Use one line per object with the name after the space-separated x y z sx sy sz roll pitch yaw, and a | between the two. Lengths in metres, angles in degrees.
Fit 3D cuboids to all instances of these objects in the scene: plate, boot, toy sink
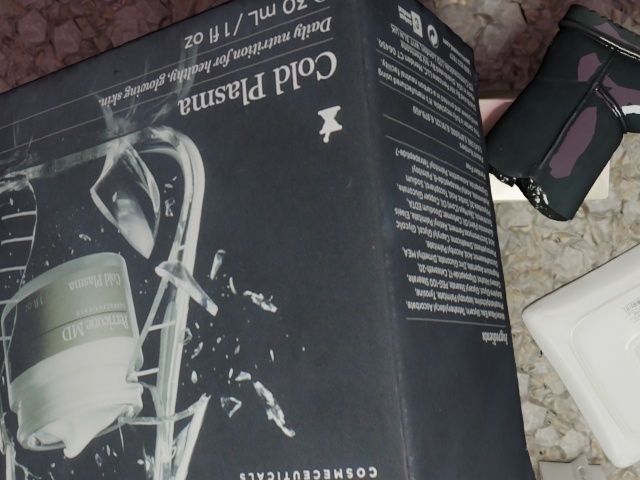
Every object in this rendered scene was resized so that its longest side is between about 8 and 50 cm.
0.458 0.146 1.113 0.277 0.045 0.278 -31 97 13 | plate
0.314 -0.105 0.887 0.246 0.094 0.207 31 101 6 | boot
0.222 -0.116 1.024 0.234 0.153 0.131 -1 103 5 | toy sink

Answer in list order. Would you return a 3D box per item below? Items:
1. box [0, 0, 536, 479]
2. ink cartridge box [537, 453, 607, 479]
-0.078 0.047 0.853 0.480 0.297 0.472 -12 78 30 | box
0.350 0.377 1.154 0.090 0.092 0.143 2 102 7 | ink cartridge box
